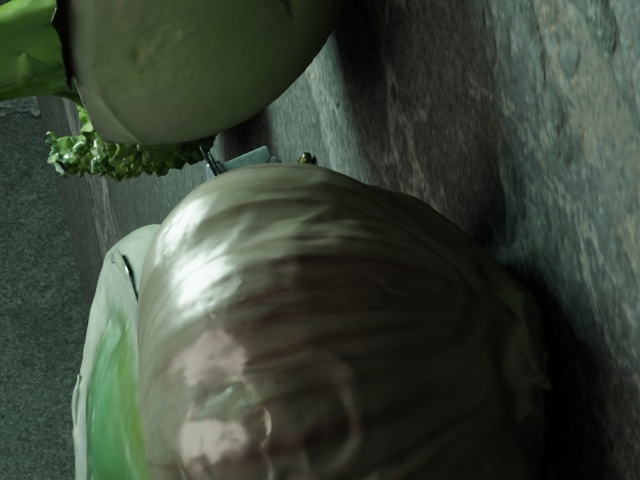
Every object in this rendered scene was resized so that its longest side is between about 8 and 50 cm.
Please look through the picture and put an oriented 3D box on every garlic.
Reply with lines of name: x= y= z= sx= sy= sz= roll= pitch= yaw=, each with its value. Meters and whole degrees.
garlic: x=0.023 y=0.110 z=1.170 sx=0.317 sy=0.259 sz=0.317 roll=50 pitch=-155 yaw=-34

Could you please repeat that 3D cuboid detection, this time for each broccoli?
broccoli: x=-0.207 y=-0.198 z=1.903 sx=0.249 sy=0.302 sz=0.375 roll=32 pitch=139 yaw=19

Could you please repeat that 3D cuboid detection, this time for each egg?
egg: x=-0.072 y=-0.221 z=1.435 sx=0.337 sy=0.201 sz=0.337 roll=5 pitch=-90 yaw=-81

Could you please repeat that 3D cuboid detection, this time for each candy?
candy: x=-0.172 y=0.190 z=2.161 sx=0.386 sy=0.186 sz=0.427 roll=135 pitch=128 yaw=-64

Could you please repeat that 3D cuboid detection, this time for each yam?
yam: x=-0.021 y=-0.059 z=1.733 sx=0.107 sy=0.014 sz=0.014 roll=117 pitch=142 yaw=-69

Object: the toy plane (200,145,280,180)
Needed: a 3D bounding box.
toy plane: x=-0.055 y=0.047 z=1.785 sx=0.212 sy=0.088 sz=0.267 roll=42 pitch=-147 yaw=-74
